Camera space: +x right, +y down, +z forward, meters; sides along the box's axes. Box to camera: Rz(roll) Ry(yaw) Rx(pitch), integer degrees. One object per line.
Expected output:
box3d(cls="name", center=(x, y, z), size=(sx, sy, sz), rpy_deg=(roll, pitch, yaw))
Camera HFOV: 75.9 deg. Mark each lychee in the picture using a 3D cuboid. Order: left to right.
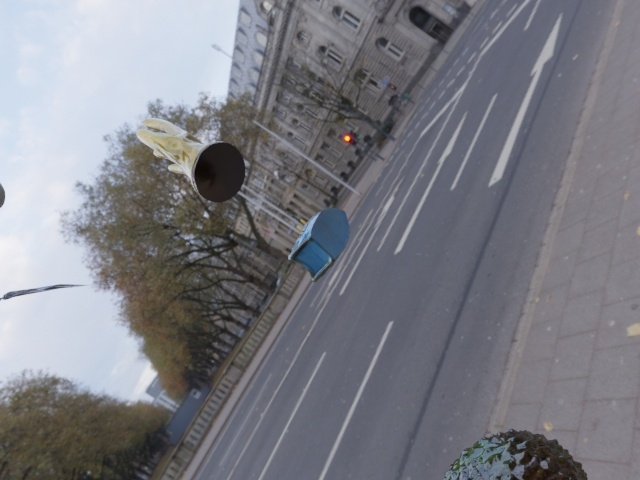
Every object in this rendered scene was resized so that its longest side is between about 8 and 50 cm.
box3d(cls="lychee", center=(0.216, 0.292, 0.453), size=(0.171, 0.171, 0.171), rpy_deg=(-57, 3, 5))

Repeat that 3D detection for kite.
box3d(cls="kite", center=(-0.431, 0.078, 0.570), size=(0.141, 0.015, 0.245), rpy_deg=(-13, -1, 29))

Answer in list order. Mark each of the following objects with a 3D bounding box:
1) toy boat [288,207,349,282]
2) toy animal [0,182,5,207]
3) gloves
box3d(cls="toy boat", center=(0.000, 0.000, 0.687), size=(0.077, 0.075, 0.186), rpy_deg=(-43, 9, 29))
box3d(cls="toy animal", center=(-0.766, -0.128, 0.729), size=(0.241, 0.368, 0.196), rpy_deg=(-39, 15, -9))
box3d(cls="gloves", center=(-0.294, -0.177, 0.870), size=(0.116, 0.294, 0.133), rpy_deg=(-33, -47, -35))
